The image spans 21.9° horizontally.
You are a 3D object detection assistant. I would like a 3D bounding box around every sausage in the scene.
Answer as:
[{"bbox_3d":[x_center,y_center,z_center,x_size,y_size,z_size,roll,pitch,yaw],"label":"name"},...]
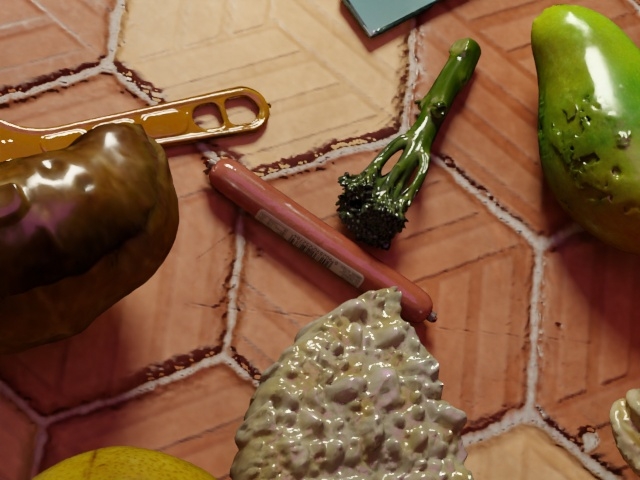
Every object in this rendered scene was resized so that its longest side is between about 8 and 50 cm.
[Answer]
[{"bbox_3d":[0.000,0.000,1.306,0.223,0.029,0.029,35,64,-2],"label":"sausage"}]

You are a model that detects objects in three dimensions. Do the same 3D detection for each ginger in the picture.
[{"bbox_3d":[-0.256,0.003,1.155,0.321,0.165,0.172,-2,91,-17],"label":"ginger"}]

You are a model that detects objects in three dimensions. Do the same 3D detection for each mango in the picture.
[{"bbox_3d":[0.238,-0.089,1.367,0.125,0.111,0.233,-22,76,-27],"label":"mango"}]

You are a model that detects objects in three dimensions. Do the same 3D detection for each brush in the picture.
[{"bbox_3d":[-0.183,-0.078,1.291,0.314,0.017,0.090,-12,73,-21],"label":"brush"}]

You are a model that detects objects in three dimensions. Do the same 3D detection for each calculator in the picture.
[{"bbox_3d":[0.094,-0.231,1.429,0.172,0.018,0.057,-31,79,-24],"label":"calculator"}]

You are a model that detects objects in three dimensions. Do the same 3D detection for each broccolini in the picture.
[{"bbox_3d":[0.072,-0.088,1.360,0.067,0.058,0.216,55,47,-38],"label":"broccolini"}]

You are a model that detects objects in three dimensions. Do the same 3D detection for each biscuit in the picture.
[{"bbox_3d":[0.024,0.181,1.216,0.179,0.084,0.281,-11,71,-15],"label":"biscuit"}]

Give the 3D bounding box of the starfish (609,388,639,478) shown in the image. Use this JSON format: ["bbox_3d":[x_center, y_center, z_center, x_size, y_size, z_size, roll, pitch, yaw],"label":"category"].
[{"bbox_3d":[0.271,0.361,1.211,0.324,0.082,0.432,-37,92,-27],"label":"starfish"}]

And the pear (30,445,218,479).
[{"bbox_3d":[-0.127,0.231,1.087,0.209,0.209,0.208,6,68,-14],"label":"pear"}]
